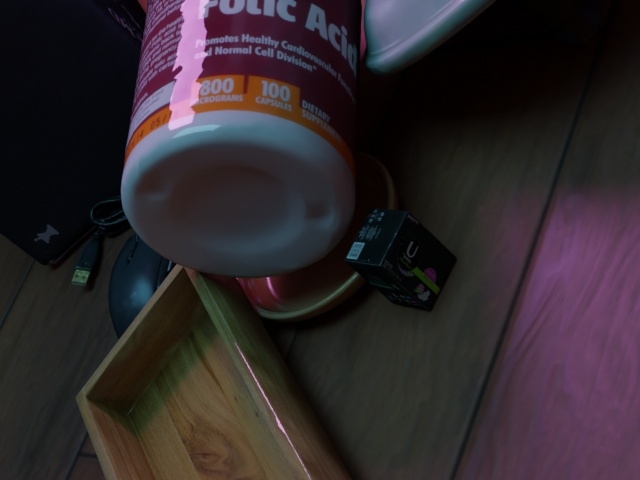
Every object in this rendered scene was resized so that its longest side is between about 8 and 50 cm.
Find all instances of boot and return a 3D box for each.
[{"bbox_3d":[0.218,-0.250,1.558,0.082,0.106,0.219,-43,11,13],"label":"boot"}]

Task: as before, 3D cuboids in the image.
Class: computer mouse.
[{"bbox_3d":[-0.223,0.027,1.742,0.184,0.060,0.262,-21,45,29],"label":"computer mouse"}]

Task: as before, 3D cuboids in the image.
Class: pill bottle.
[{"bbox_3d":[-0.070,-0.178,1.552,0.224,0.224,0.392,-23,46,29],"label":"pill bottle"}]

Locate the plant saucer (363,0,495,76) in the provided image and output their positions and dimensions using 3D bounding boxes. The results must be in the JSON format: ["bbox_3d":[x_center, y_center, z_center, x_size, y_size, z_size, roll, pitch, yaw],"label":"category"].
[{"bbox_3d":[0.163,-0.335,1.521,0.400,0.100,0.400,-43,12,12],"label":"plant saucer"}]

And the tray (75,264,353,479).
[{"bbox_3d":[-0.097,0.206,1.435,0.203,0.076,0.411,-52,36,14],"label":"tray"}]

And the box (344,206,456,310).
[{"bbox_3d":[0.075,0.017,1.446,0.052,0.083,0.062,8,65,48],"label":"box"}]

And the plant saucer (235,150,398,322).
[{"bbox_3d":[0.000,0.000,1.571,0.200,0.037,0.200,-25,45,27],"label":"plant saucer"}]

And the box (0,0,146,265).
[{"bbox_3d":[-0.445,-0.300,1.891,0.297,0.480,0.472,-41,39,8],"label":"box"}]
